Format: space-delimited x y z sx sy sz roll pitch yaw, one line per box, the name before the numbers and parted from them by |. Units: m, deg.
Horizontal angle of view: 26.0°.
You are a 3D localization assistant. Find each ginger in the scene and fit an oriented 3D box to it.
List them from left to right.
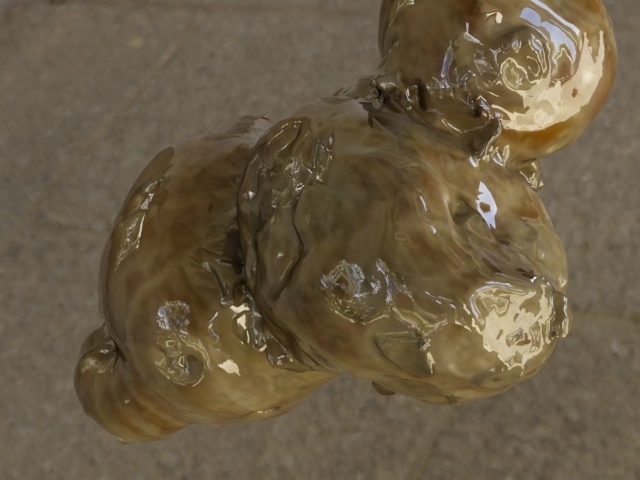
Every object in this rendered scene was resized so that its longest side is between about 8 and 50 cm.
ginger | 0.000 0.000 0.763 0.375 0.176 0.256 -30 48 34
